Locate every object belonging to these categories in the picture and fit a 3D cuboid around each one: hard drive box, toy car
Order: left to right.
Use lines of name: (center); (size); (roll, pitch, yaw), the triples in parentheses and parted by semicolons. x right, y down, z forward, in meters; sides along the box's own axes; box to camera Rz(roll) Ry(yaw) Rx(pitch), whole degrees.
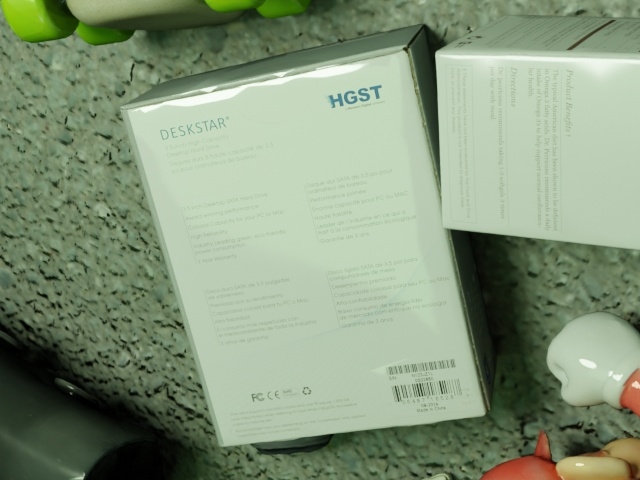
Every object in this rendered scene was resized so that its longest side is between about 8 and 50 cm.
toy car: (-0.105, -0.223, 0.702); (0.155, 0.149, 0.188); (-5, 96, 19)
hard drive box: (0.000, 0.000, 0.730); (0.181, 0.089, 0.232); (-9, 107, 15)

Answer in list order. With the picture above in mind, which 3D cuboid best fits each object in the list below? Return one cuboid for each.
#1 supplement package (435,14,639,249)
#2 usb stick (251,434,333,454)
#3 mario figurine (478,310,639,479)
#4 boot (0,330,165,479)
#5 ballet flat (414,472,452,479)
supplement package: (0.165, -0.061, 0.626); (0.179, 0.105, 0.105); (7, 113, 28)
usb stick: (-0.051, 0.025, 0.824); (0.077, 0.045, 0.278); (-6, 107, 30)
mario figurine: (0.245, 0.139, 0.683); (0.321, 0.170, 0.198); (-13, 67, 23)
boot: (-0.337, 0.076, 0.861); (0.445, 0.367, 0.146); (35, 81, 17)
ballet flat: (0.095, 0.187, 0.819); (0.114, 0.041, 0.041); (17, 118, 23)
